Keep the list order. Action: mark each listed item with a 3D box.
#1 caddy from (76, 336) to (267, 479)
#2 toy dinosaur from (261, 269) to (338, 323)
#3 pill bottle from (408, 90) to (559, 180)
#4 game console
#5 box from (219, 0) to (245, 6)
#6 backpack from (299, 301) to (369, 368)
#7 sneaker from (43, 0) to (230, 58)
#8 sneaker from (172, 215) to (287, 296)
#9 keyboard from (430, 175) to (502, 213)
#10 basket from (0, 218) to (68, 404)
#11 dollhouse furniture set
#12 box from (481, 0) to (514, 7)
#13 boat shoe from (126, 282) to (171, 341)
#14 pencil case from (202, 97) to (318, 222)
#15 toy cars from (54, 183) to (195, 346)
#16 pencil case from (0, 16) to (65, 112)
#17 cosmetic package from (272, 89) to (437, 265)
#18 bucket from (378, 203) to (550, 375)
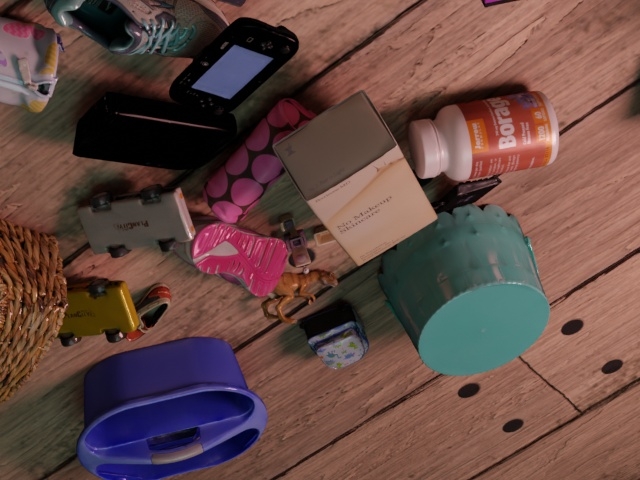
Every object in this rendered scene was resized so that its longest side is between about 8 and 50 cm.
[{"bbox_3d":[-0.268,0.321,2.189,0.341,0.179,0.241,-13,137,-6],"label":"caddy"},{"bbox_3d":[-0.079,0.083,2.110,0.211,0.064,0.112,-1,98,-18],"label":"toy dinosaur"},{"bbox_3d":[0.253,-0.160,1.914,0.216,0.121,0.121,-11,137,-9],"label":"pill bottle"},{"bbox_3d":[-0.178,-0.199,1.688,0.213,0.044,0.361,5,152,-38],"label":"game console"},{"bbox_3d":[-0.157,-0.458,1.381,0.296,0.183,0.294,9,134,-39],"label":"box"},{"bbox_3d":[0.034,0.183,2.223,0.105,0.084,0.114,-25,140,10],"label":"backpack"},{"bbox_3d":[-0.240,-0.280,1.612,0.283,0.122,0.110,14,128,-31],"label":"sneaker"},{"bbox_3d":[-0.149,0.013,1.974,0.252,0.111,0.103,30,86,-52],"label":"sneaker"},{"bbox_3d":[0.224,-0.072,2.001,0.108,0.023,0.180,-17,173,-9],"label":"keyboard"},{"bbox_3d":[-0.552,0.119,1.850,0.223,0.213,0.299,23,123,-37],"label":"basket"},{"bbox_3d":[0.000,0.000,2.020,0.114,0.081,0.091,-17,138,-3],"label":"dollhouse furniture set"},{"bbox_3d":[0.287,-0.413,1.732,0.116,0.029,0.162,-12,139,-8],"label":"box"},{"bbox_3d":[-0.295,0.131,2.081,0.049,0.043,0.137,16,129,-35],"label":"boat shoe"},{"bbox_3d":[-0.087,-0.120,1.865,0.095,0.098,0.209,46,116,-3],"label":"pencil case"},{"bbox_3d":[-0.319,0.033,1.928,0.176,0.087,0.394,38,123,4],"label":"toy cars"},{"bbox_3d":[-0.474,-0.242,1.569,0.273,0.124,0.113,11,130,-28],"label":"pencil case"},{"bbox_3d":[0.060,-0.086,1.854,0.160,0.113,0.309,-32,157,5],"label":"cosmetic package"},{"bbox_3d":[0.256,0.093,2.133,0.281,0.183,0.281,-10,137,-10],"label":"bucket"}]
